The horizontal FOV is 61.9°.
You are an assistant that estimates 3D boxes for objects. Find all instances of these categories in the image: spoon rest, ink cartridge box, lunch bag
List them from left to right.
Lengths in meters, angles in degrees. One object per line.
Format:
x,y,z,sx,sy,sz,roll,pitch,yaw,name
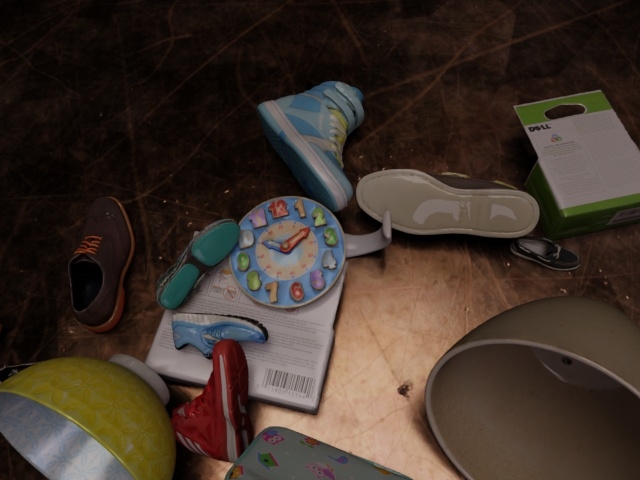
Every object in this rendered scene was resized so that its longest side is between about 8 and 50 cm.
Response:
-0.119,0.137,0.933,0.296,0.066,0.261,11,65,8,ink cartridge box
0.000,0.000,0.996,0.276,0.084,0.137,-5,62,16,spoon rest
0.011,0.373,0.734,0.279,0.224,0.108,20,97,11,lunch bag
0.489,-0.148,1.019,0.188,0.097,0.255,-11,63,-2,ink cartridge box

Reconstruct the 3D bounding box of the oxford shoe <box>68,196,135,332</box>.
-0.406,0.025,0.984,0.096,0.098,0.271,-9,64,-1,oxford shoe

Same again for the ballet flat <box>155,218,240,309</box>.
-0.215,0.033,0.914,0.070,0.070,0.188,38,76,19,ballet flat

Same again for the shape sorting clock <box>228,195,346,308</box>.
-0.058,0.016,0.923,0.206,0.040,0.206,-3,65,6,shape sorting clock

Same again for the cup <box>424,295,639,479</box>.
0.351,0.212,0.762,0.331,0.331,0.237,35,45,18,cup

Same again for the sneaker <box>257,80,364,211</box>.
0.026,-0.205,1.034,0.208,0.127,0.319,-27,55,-10,sneaker

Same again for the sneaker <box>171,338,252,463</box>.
-0.179,0.250,0.820,0.128,0.087,0.221,2,108,11,sneaker

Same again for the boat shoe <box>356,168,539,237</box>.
0.231,-0.073,0.997,0.324,0.097,0.117,7,106,10,boat shoe

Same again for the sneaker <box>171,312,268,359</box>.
-0.163,0.157,0.868,0.162,0.063,0.073,3,83,9,sneaker

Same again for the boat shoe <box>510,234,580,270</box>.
0.413,0.019,0.973,0.125,0.038,0.046,20,67,12,boat shoe

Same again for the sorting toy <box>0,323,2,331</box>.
-0.736,0.216,0.950,0.307,0.041,0.229,2,60,4,sorting toy

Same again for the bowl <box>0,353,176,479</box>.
-0.317,0.265,0.793,0.289,0.289,0.156,23,43,13,bowl

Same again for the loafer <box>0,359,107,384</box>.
-0.439,0.239,0.895,0.220,0.078,0.080,-5,64,1,loafer
